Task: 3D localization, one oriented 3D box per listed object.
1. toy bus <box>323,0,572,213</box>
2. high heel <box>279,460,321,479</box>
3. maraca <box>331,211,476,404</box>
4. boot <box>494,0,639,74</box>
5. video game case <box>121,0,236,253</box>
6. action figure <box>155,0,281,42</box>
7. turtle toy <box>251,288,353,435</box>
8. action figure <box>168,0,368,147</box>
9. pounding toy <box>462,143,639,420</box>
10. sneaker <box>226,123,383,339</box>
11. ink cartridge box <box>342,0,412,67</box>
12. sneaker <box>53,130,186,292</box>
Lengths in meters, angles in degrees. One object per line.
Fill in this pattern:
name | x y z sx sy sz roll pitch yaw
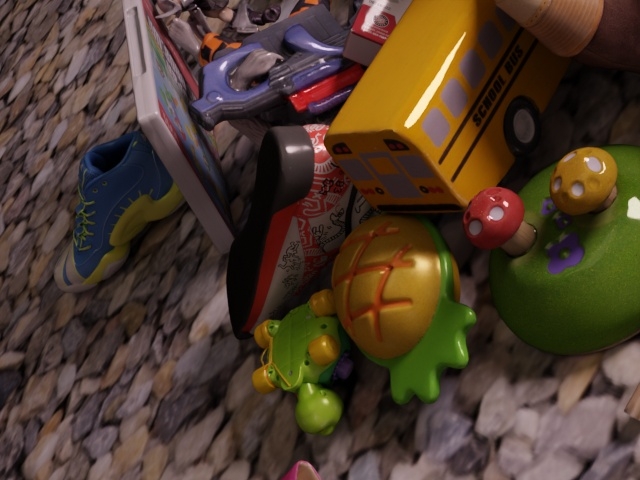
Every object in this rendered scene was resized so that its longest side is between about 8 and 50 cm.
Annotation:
toy bus | 0.141 -0.168 1.057 0.108 0.130 0.333 0 49 48
high heel | 0.016 0.254 0.935 0.244 0.082 0.117 14 82 65
maraca | 0.070 0.052 1.024 0.127 0.099 0.186 -56 40 28
boot | 0.233 -0.231 0.992 0.090 0.207 0.248 -46 30 50
video game case | -0.159 -0.145 1.356 0.025 0.204 0.285 -22 42 6
action figure | -0.077 -0.335 1.409 0.285 0.185 0.099 -36 54 -15
turtle toy | -0.008 0.111 1.089 0.095 0.066 0.130 -30 43 32
action figure | 0.020 -0.188 1.278 0.341 0.178 0.330 -22 45 -6
pounding toy | 0.196 -0.005 0.919 0.183 0.110 0.237 -52 36 3
sneaker | 0.000 0.000 1.152 0.270 0.145 0.090 109 152 -45
ink cartridge box | 0.092 -0.222 1.154 0.056 0.099 0.135 112 -179 -71
sneaker | -0.260 -0.044 1.445 0.240 0.126 0.091 -43 37 14
